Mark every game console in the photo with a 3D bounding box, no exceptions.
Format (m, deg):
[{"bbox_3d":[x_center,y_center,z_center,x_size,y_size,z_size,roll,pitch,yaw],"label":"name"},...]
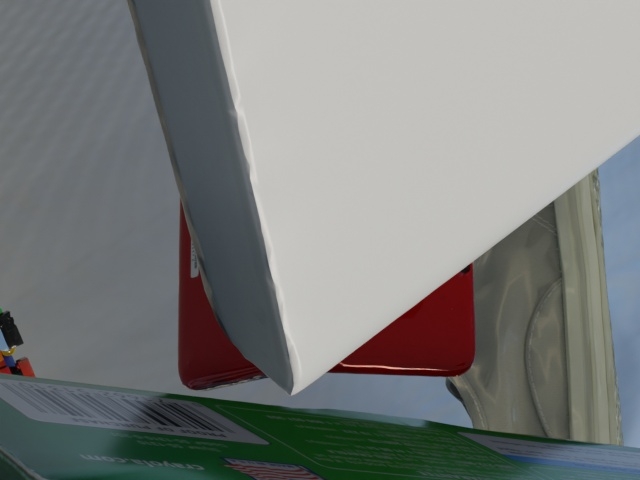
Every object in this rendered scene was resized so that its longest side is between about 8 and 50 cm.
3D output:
[{"bbox_3d":[0.000,0.000,0.840,0.085,0.144,0.124,15,158,-42],"label":"game console"}]

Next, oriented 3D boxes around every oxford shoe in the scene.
[{"bbox_3d":[0.147,0.042,1.256,0.130,0.449,0.169,-5,147,12],"label":"oxford shoe"}]

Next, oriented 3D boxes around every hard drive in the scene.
[{"bbox_3d":[0.087,-0.116,0.434,0.307,0.040,0.203,-35,142,-21],"label":"hard drive"}]

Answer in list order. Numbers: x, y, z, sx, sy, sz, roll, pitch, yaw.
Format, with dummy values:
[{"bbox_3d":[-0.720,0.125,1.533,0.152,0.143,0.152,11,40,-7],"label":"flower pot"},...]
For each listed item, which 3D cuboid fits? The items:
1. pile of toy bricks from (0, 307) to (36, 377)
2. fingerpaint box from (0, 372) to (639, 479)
[{"bbox_3d":[-0.339,0.069,1.548,0.105,0.212,0.118,-24,-172,-17],"label":"pile of toy bricks"},{"bbox_3d":[0.021,0.263,0.672,0.445,0.163,0.371,11,95,-34],"label":"fingerpaint box"}]
